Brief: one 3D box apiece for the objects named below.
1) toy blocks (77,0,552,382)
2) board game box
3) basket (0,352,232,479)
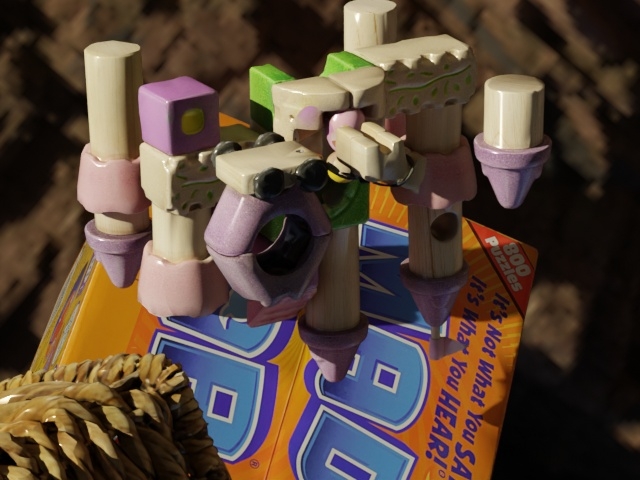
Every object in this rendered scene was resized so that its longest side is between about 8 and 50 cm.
[{"bbox_3d":[0.000,0.000,1.427,0.289,0.260,0.309,-12,-154,-26],"label":"toy blocks"},{"bbox_3d":[-0.072,0.164,1.706,0.356,0.356,0.356,23,144,-9],"label":"board game box"},{"bbox_3d":[-0.158,0.225,0.910,0.213,0.223,0.299,-7,106,46],"label":"basket"}]
